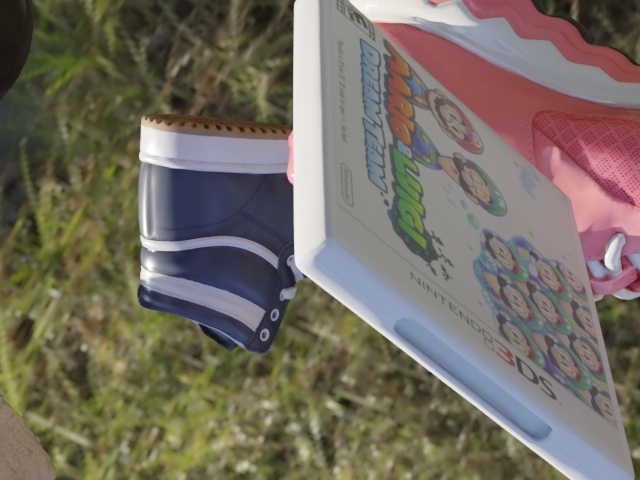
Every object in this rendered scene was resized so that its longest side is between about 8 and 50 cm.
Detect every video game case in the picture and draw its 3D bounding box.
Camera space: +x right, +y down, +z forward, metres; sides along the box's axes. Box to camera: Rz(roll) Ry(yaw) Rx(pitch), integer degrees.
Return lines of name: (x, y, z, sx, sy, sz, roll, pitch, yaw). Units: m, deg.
video game case: (0.046, -0.005, 0.541, 0.143, 0.157, 0.019, 38, 118, -26)

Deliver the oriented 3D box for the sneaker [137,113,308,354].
sneaker: (0.000, 0.000, 1.099, 0.282, 0.153, 0.099, 4, -173, -28)

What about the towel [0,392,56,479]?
towel: (-0.286, 0.146, 1.149, 0.049, 0.282, 0.187, -30, 99, 12)

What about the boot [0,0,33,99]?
boot: (-0.259, -0.055, 0.700, 0.228, 0.263, 0.091, -4, 148, 20)

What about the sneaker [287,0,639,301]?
sneaker: (0.119, -0.013, 0.691, 0.313, 0.136, 0.116, 26, 166, 31)
